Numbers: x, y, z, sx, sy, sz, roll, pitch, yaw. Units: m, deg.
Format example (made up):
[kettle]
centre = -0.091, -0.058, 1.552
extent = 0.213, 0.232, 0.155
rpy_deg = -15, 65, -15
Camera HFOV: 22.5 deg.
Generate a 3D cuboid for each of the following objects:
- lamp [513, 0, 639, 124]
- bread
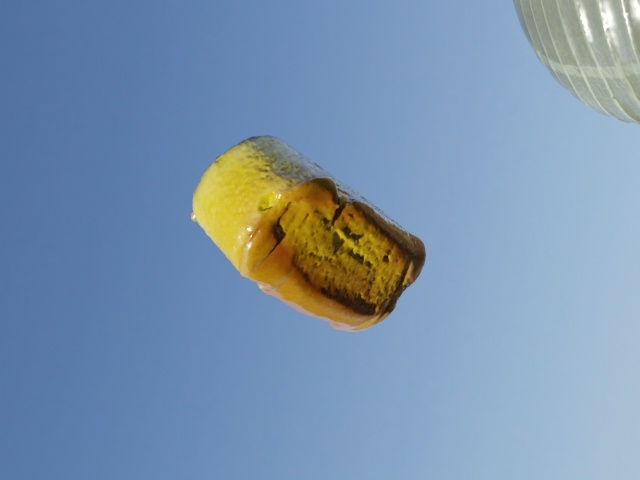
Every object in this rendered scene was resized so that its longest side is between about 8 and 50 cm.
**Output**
[lamp]
centre = 0.241, -0.211, 1.164
extent = 0.233, 0.233, 0.265
rpy_deg = 19, -112, -71
[bread]
centre = 0.000, 0.000, 1.237
extent = 0.102, 0.094, 0.245
rpy_deg = -47, -31, 6
